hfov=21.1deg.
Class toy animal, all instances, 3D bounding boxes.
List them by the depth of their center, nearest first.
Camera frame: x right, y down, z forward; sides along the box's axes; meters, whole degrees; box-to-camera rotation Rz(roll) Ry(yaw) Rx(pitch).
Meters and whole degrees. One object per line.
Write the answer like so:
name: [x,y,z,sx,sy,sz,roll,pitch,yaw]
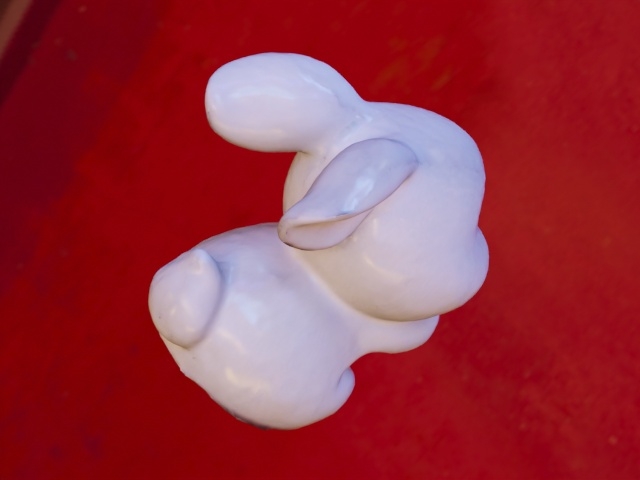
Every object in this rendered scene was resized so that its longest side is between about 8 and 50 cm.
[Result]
toy animal: [-0.006,0.005,0.950,0.193,0.178,0.127,-53,48,29]
